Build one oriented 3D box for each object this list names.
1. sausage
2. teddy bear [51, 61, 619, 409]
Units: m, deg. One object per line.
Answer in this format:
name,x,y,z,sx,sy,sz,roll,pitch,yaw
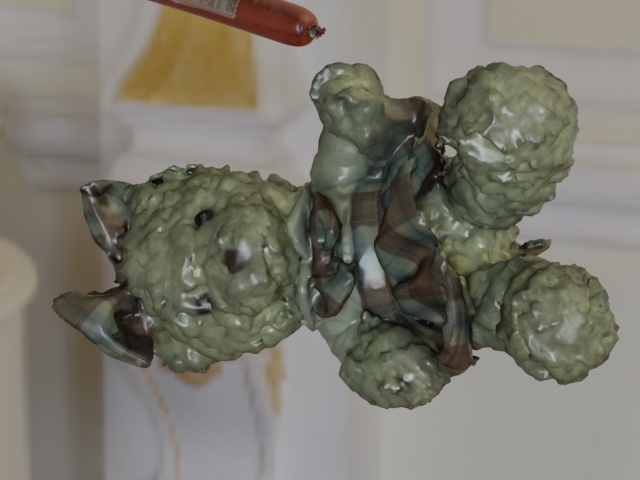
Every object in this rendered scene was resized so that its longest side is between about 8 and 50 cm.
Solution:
sausage,-0.095,-0.185,1.387,0.253,0.034,0.034,22,25,33
teddy bear,0.014,0.000,0.717,0.213,0.133,0.111,-6,-4,24
